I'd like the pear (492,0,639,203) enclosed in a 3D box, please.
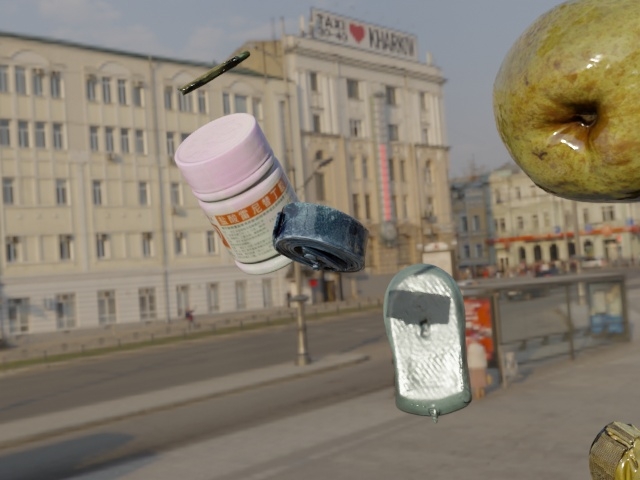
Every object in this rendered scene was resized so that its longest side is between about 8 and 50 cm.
[{"bbox_3d":[0.259,-0.128,0.703,0.228,0.188,0.211,1,13,37],"label":"pear"}]

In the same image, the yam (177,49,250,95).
[{"bbox_3d":[-0.139,-0.220,1.032,0.107,0.014,0.014,-30,-2,-2],"label":"yam"}]

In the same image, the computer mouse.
[{"bbox_3d":[0.253,0.241,1.838,0.188,0.371,0.122,-8,-20,12],"label":"computer mouse"}]

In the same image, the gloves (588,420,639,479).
[{"bbox_3d":[0.529,0.386,1.101,0.141,0.154,0.331,16,14,-43],"label":"gloves"}]

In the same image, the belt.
[{"bbox_3d":[0.000,0.000,1.363,0.141,0.082,0.190,-4,-23,36],"label":"belt"}]

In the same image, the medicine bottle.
[{"bbox_3d":[-0.165,-0.100,1.751,0.202,0.316,0.202,-20,32,13],"label":"medicine bottle"}]
